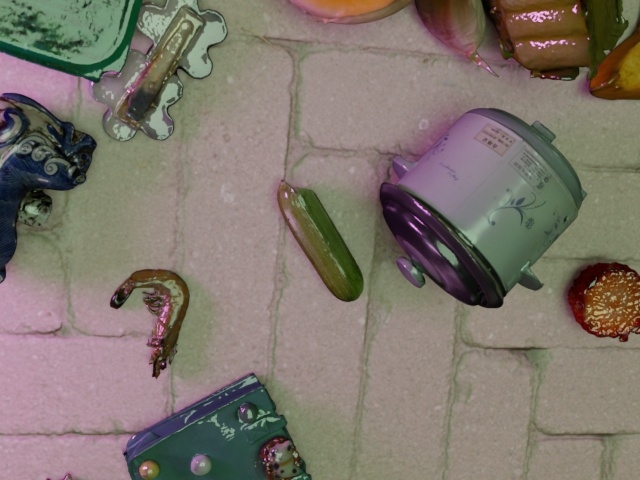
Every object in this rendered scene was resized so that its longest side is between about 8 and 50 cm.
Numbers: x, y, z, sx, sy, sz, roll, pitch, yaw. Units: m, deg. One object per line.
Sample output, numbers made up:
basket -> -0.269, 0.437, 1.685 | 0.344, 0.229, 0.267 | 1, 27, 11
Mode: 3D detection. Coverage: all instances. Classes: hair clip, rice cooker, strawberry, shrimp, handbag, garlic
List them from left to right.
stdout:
shrimp -> -0.283, 0.131, 1.293 | 0.124, 0.034, 0.178 | 15, 95, -11
hair clip -> -0.247, -0.264, 1.215 | 0.146, 0.075, 0.257 | 32, 86, -18
handbag -> -0.164, 0.397, 1.332 | 0.274, 0.100, 0.268 | -23, 103, -7
garlic -> 0.218, -0.355, 1.265 | 0.091, 0.128, 0.198 | -33, 131, -12
rice cooker -> 0.242, -0.042, 1.259 | 0.317, 0.264, 0.316 | 0, 80, 2
strawberry -> 0.514, 0.105, 1.433 | 0.145, 0.086, 0.145 | -2, 98, -12

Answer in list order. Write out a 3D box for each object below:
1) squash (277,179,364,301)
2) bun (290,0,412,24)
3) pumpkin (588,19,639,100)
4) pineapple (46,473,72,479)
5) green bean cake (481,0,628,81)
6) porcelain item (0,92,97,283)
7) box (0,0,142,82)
squash -> 0.000, 0.000, 1.313 | 0.069, 0.069, 0.238 | -33, 107, -5
bun -> 0.048, -0.471, 1.180 | 0.299, 0.164, 0.298 | 5, 116, 11
pumpkin -> 0.631, -0.318, 1.379 | 0.290, 0.095, 0.258 | 22, 99, -11
pineapple -> -0.422, 0.494, 1.308 | 0.225, 0.076, 0.224 | -2, 101, -10
green bean cake -> 0.362, -0.432, 1.248 | 0.285, 0.202, 0.309 | -47, 130, -39
porcelain item -> -0.466, -0.070, 1.179 | 0.186, 0.138, 0.287 | 25, 90, -32
box -> -0.372, -0.415, 1.139 | 0.264, 0.106, 0.336 | 16, 96, -15
